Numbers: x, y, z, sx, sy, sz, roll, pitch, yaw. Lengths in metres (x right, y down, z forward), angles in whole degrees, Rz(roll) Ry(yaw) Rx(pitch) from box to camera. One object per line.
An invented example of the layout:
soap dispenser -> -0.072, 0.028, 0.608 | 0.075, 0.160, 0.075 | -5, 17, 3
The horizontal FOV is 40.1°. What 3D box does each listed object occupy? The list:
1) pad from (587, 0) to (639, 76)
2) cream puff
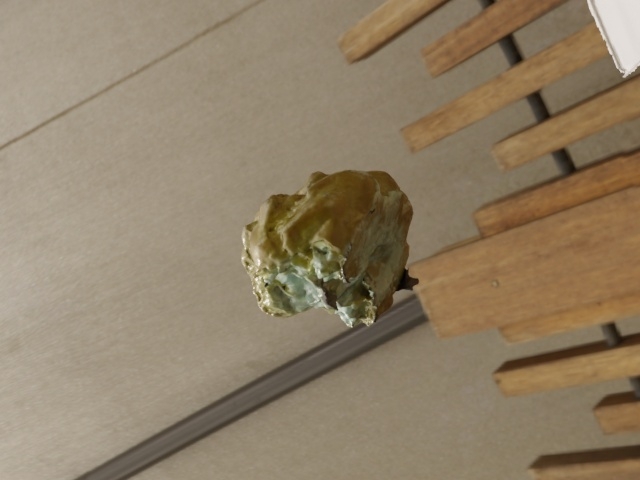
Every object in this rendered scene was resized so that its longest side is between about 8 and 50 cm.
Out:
pad -> 0.150, -0.219, 0.452 | 0.004, 0.156, 0.232 | -11, -108, -12
cream puff -> -0.001, 0.000, 0.728 | 0.156, 0.156, 0.121 | 24, -115, -29
